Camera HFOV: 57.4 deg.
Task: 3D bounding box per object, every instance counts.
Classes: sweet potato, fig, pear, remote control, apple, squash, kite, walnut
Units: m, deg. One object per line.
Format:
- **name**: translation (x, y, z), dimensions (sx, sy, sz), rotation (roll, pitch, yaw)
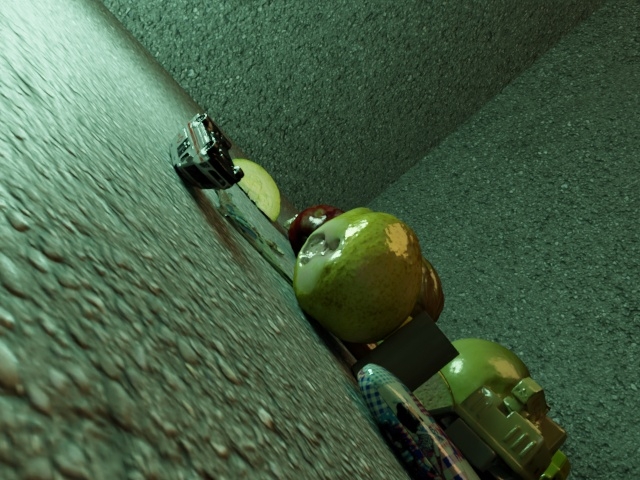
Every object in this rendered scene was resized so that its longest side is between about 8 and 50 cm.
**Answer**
- **sweet potato**: translation (0.068, 0.205, 1.287), dimensions (0.255, 0.058, 0.078), rotation (46, 21, 1)
- **fig**: translation (0.025, 0.012, 1.703), dimensions (0.224, 0.224, 0.263), rotation (51, 0, 28)
- **pear**: translation (0.078, 0.066, 1.159), dimensions (0.271, 0.271, 0.271), rotation (49, 3, -3)
- **remote control**: translation (0.237, 0.364, 1.207), dimensions (0.053, 0.125, 0.017), rotation (36, 46, -33)
- **apple**: translation (0.228, 0.344, 1.369), dimensions (0.265, 0.120, 0.193), rotation (53, -7, 24)
- **apple**: translation (0.401, 0.393, 1.493), dimensions (0.292, 0.254, 0.291), rotation (180, -90, -90)
- **squash**: translation (-0.231, -0.161, 1.916), dimensions (0.236, 0.155, 0.204), rotation (51, 39, -10)
- **kite**: translation (-0.150, -0.021, 1.319), dimensions (0.406, 0.014, 0.368), rotation (51, 3, 21)
- **walnut**: translation (0.249, 0.165, 2.045), dimensions (0.354, 0.307, 0.398), rotation (29, 10, -44)

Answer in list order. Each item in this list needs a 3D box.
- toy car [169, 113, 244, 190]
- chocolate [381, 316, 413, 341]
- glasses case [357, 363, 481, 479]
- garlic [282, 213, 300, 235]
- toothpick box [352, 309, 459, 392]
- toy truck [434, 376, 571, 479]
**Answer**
- **toy car**: translation (-0.221, -0.151, 1.094), dimensions (0.089, 0.108, 0.209), rotation (50, 6, -38)
- **chocolate**: translation (0.143, 0.226, 1.497), dimensions (0.445, 0.162, 0.162), rotation (40, 8, -45)
- **glasses case**: translation (0.170, 0.332, 0.925), dimensions (0.327, 0.076, 0.125), rotation (51, 2, 24)
- **garlic**: translation (0.000, 0.000, 1.914), dimensions (0.214, 0.160, 0.191), rotation (48, 7, 29)
- **toothpick box**: translation (0.160, 0.229, 1.112), dimensions (0.111, 0.181, 0.111), rotation (50, 4, -5)
- **toy truck**: translation (0.373, 0.428, 1.167), dimensions (0.180, 0.254, 0.405), rotation (46, -3, 43)
